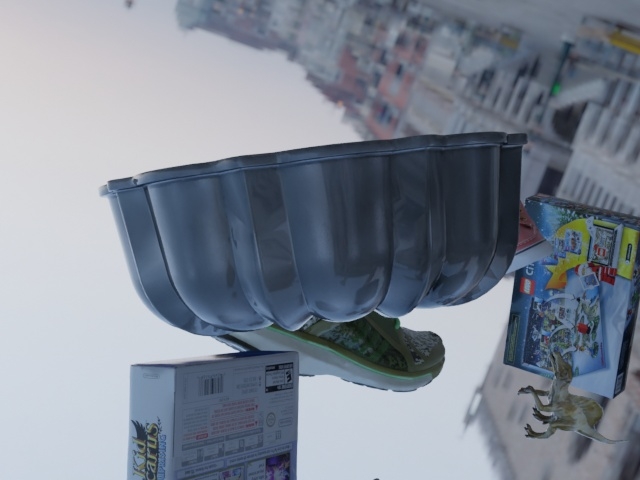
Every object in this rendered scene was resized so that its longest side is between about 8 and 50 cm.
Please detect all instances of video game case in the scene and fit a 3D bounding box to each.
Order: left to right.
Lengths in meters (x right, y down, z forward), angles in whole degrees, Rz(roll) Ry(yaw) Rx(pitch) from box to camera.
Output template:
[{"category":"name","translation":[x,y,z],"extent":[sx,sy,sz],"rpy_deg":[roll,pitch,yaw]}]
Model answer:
[{"category":"video game case","translation":[-0.108,0.243,1.356],"extent":[0.061,0.244,0.269],"rpy_deg":[0,178,26]}]

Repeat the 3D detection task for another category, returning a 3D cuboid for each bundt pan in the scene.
[{"category":"bundt pan","translation":[0.000,0.000,0.994],"extent":[0.330,0.124,0.331],"rpy_deg":[-6,180,0]}]

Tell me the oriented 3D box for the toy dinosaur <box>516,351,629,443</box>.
[{"category":"toy dinosaur","translation":[0.283,0.202,1.481],"extent":[0.092,0.053,0.183],"rpy_deg":[-13,132,31]}]

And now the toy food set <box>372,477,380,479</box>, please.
[{"category":"toy food set","translation":[0.003,0.374,1.733],"extent":[0.192,0.132,0.038],"rpy_deg":[5,-143,-47]}]

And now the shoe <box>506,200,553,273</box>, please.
[{"category":"shoe","translation":[0.199,-0.015,1.395],"extent":[0.063,0.081,0.178],"rpy_deg":[-23,-176,2]}]

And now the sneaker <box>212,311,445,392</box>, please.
[{"category":"sneaker","translation":[0.045,0.095,1.778],"extent":[0.410,0.182,0.158],"rpy_deg":[13,-171,-45]}]

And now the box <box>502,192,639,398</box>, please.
[{"category":"box","translation":[0.328,0.070,1.668],"extent":[0.159,0.233,0.044],"rpy_deg":[17,-159,32]}]
